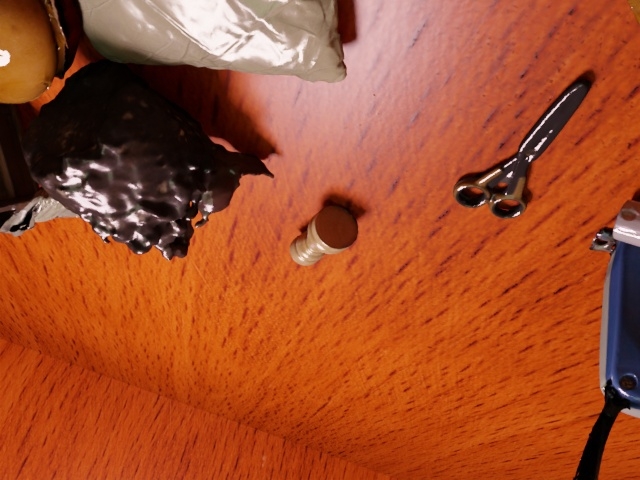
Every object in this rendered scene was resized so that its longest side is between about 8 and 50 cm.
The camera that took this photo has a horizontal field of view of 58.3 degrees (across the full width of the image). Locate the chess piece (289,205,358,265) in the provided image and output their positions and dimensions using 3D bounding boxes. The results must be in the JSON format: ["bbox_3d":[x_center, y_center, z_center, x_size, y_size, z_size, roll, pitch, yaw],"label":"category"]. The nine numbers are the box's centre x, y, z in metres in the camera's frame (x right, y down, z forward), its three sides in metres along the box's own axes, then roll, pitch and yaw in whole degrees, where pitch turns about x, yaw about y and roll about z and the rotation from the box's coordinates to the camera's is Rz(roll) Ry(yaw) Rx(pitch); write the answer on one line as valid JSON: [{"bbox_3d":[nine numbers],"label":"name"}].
[{"bbox_3d":[0.000,0.000,0.825,0.066,0.066,0.122,26,154,-13],"label":"chess piece"}]

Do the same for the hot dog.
[{"bbox_3d":[-0.330,-0.214,0.524,0.194,0.107,0.326,38,156,-6],"label":"hot dog"}]

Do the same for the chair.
[{"bbox_3d":[-0.436,-0.097,0.838,0.160,0.319,0.186,-21,88,46],"label":"chair"}]

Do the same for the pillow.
[{"bbox_3d":[-0.120,-0.243,0.467,0.275,0.076,0.280,11,150,13],"label":"pillow"}]

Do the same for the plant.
[{"bbox_3d":[-0.213,-0.087,0.680,0.178,0.204,0.234,46,-176,36],"label":"plant"}]

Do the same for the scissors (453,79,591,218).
[{"bbox_3d":[0.215,-0.089,0.602,0.088,0.017,0.220,20,150,-1],"label":"scissors"}]

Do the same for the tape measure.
[{"bbox_3d":[0.379,0.153,0.582,0.216,0.351,0.097,11,151,17],"label":"tape measure"}]

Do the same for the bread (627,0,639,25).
[{"bbox_3d":[0.330,-0.155,0.246,0.359,0.204,0.336,21,144,0],"label":"bread"}]

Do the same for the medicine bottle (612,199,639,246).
[{"bbox_3d":[0.456,0.032,0.518,0.352,0.110,0.110,23,158,38],"label":"medicine bottle"}]
